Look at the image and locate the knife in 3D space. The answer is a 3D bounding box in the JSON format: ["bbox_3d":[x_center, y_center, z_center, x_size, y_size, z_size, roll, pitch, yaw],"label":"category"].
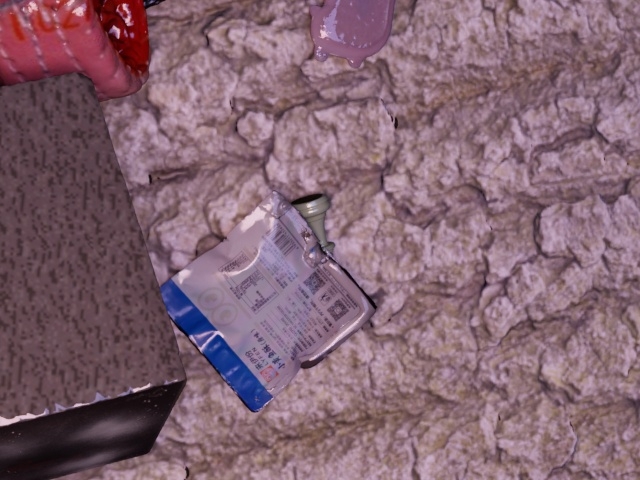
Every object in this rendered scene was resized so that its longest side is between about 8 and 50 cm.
[{"bbox_3d":[0.061,-0.377,1.888,0.132,0.038,0.399,9,89,-16],"label":"knife"}]

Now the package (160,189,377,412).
[{"bbox_3d":[-0.056,0.064,1.854,0.173,0.027,0.171,-39,106,1],"label":"package"}]

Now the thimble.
[{"bbox_3d":[-0.243,-0.212,1.704,0.125,0.189,0.163,-10,62,13],"label":"thimble"}]

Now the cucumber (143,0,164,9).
[{"bbox_3d":[-0.137,-0.272,1.820,0.163,0.043,0.039,-32,127,-17],"label":"cucumber"}]

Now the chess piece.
[{"bbox_3d":[0.000,0.000,1.876,0.042,0.042,0.093,-21,103,-17],"label":"chess piece"}]

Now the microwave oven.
[{"bbox_3d":[-0.382,0.063,1.594,0.432,0.236,0.374,-14,71,-19],"label":"microwave oven"}]
